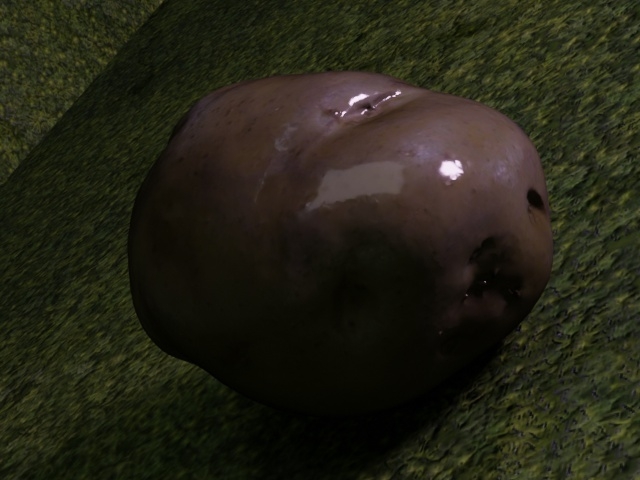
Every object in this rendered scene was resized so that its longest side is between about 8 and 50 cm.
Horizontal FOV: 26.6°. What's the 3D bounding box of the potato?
[{"bbox_3d":[0.000,0.000,0.925,0.326,0.221,0.243,3,52,41],"label":"potato"}]
